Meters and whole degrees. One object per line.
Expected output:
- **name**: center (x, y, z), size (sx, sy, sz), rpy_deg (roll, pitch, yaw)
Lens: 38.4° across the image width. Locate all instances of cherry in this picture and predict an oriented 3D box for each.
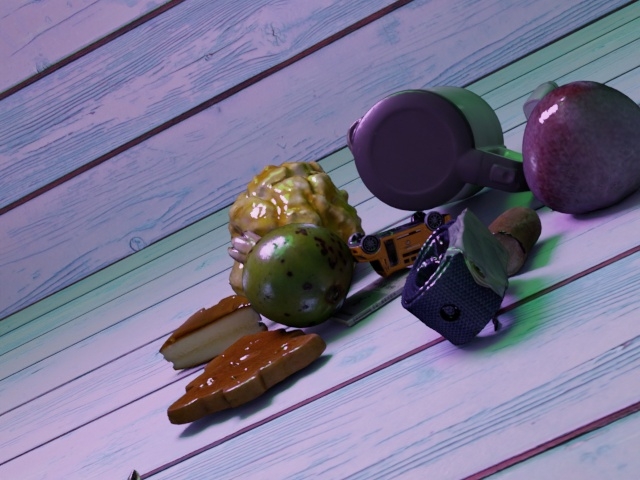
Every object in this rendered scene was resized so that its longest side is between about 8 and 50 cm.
- **cherry**: center (0.431, -0.146, 1.487), size (0.213, 0.266, 0.183), rpy_deg (-28, 48, 5)

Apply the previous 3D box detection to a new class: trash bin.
- **trash bin**: center (0.518, -0.290, 2.094), size (0.059, 0.116, 0.130), rpy_deg (-20, 14, 36)

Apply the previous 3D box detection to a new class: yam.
- **yam**: center (0.298, 0.002, 1.447), size (0.084, 0.084, 0.127), rpy_deg (-20, 9, 33)

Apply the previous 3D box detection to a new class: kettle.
- **kettle**: center (0.264, -0.165, 1.792), size (0.361, 0.250, 0.376), rpy_deg (20, 13, 14)

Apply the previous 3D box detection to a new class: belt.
- **belt**: center (0.201, 0.060, 1.304), size (0.139, 0.126, 0.230), rpy_deg (-49, 5, 22)

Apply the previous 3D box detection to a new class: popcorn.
- **popcorn**: center (-0.047, -0.020, 1.856), size (0.274, 0.279, 0.335), rpy_deg (-7, 1, 4)

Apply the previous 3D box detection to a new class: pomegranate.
- **pomegranate**: center (-0.058, 0.049, 1.611), size (0.202, 0.202, 0.248), rpy_deg (-35, 47, -30)

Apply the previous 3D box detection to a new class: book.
- **book**: center (0.098, 0.096, 1.637), size (0.181, 0.014, 0.127), rpy_deg (-31, 12, -17)

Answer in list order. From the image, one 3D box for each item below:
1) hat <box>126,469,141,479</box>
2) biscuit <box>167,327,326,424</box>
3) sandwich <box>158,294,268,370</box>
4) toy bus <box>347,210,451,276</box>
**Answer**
- **hat**: center (-0.230, 0.380, 1.084), size (0.173, 0.144, 0.166), rpy_deg (33, 47, 25)
- **biscuit**: center (-0.117, 0.213, 1.547), size (0.278, 0.043, 0.301), rpy_deg (-26, 9, 4)
- **sandwich**: center (-0.195, 0.174, 1.781), size (0.244, 0.090, 0.088), rpy_deg (-25, 18, 25)
- **toy bus**: center (0.145, 0.009, 1.670), size (0.194, 0.088, 0.083), rpy_deg (-19, 7, -14)
